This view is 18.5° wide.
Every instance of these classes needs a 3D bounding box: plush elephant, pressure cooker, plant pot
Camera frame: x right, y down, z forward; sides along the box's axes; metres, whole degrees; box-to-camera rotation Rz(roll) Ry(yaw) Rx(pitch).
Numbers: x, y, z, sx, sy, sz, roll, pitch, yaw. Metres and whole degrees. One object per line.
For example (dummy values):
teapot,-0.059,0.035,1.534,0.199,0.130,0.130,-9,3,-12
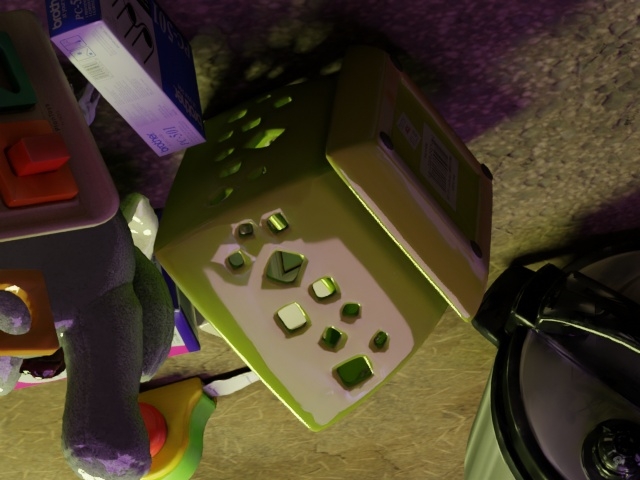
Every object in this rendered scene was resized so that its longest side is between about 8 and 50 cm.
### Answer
plush elephant,-0.259,0.034,1.701,0.271,0.330,0.255,14,168,-9
pressure cooker,0.356,0.208,2.127,0.369,0.376,0.420,-5,154,-5
plant pot,0.020,-0.017,1.659,0.207,0.228,0.227,-32,113,23

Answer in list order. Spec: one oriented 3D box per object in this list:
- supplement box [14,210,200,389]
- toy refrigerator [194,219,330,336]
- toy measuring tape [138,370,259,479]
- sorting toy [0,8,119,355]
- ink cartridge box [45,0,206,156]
supplement box,-0.240,0.063,1.907,0.220,0.114,0.111,-13,154,1
toy refrigerator,0.000,0.000,1.885,0.269,0.102,0.094,-26,150,29
toy measuring tape,-0.136,0.219,2.255,0.330,0.121,0.121,-16,153,11
sorting toy,-0.245,-0.084,1.378,0.196,0.348,0.047,-13,162,-43
ink cartridge box,-0.153,-0.155,1.526,0.046,0.097,0.207,-17,152,12
